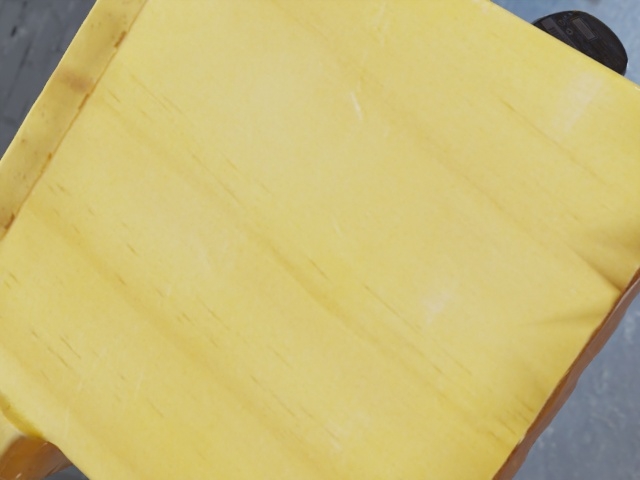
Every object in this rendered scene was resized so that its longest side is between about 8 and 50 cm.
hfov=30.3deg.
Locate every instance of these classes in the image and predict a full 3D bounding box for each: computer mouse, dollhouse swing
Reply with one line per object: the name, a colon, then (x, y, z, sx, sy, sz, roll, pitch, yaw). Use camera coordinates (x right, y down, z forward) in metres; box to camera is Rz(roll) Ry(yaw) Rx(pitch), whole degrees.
computer mouse: (0.157, -0.167, 1.112, 0.262, 0.184, 0.060, -32, -17, -32)
dollhouse swing: (0.000, 0.000, 0.658, 0.347, 0.305, 0.315, -57, -11, 7)
